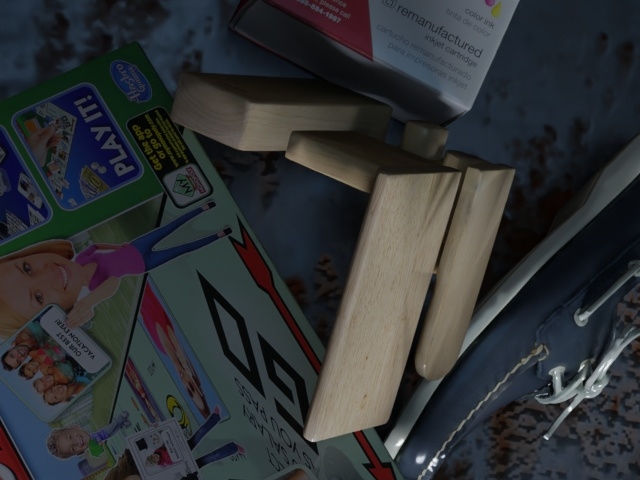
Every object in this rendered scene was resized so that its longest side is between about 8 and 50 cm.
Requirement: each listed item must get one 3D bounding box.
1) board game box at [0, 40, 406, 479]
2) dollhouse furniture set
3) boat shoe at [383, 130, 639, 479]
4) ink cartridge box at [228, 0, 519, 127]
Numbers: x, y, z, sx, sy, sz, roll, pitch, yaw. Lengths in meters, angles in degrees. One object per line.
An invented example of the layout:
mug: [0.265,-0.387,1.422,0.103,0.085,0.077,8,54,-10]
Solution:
board game box: [-0.104,0.081,0.699,0.213,0.046,0.317,-27,74,-18]
dollhouse furniture set: [0.000,0.000,0.728,0.144,0.151,0.123,-5,114,-52]
boat shoe: [0.130,0.040,0.794,0.079,0.095,0.254,42,65,5]
ink cartridge box: [0.049,-0.166,0.805,0.127,0.072,0.175,27,77,-10]
